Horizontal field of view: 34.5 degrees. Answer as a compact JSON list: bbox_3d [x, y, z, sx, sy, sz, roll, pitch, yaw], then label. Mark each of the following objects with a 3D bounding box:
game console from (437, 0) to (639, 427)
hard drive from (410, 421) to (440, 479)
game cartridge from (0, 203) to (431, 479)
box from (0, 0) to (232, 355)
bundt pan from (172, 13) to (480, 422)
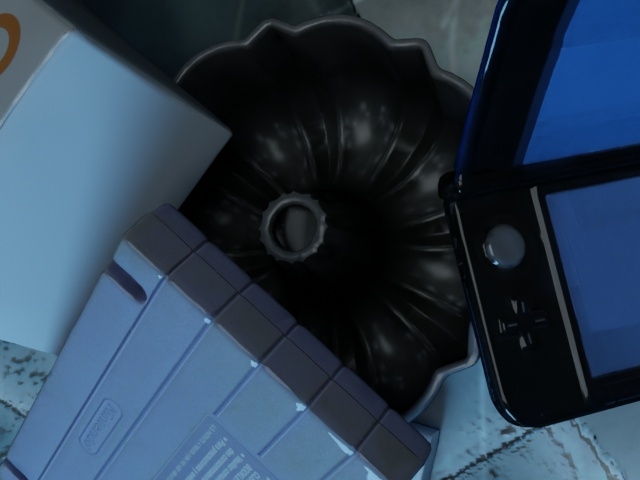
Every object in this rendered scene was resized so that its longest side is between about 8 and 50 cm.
[{"bbox_3d":[0.240,-0.036,0.637,0.293,0.173,0.250,-11,83,-15],"label":"game console"},{"bbox_3d":[-0.075,0.220,0.875,0.318,0.040,0.210,13,91,20],"label":"hard drive"},{"bbox_3d":[-0.095,0.156,0.724,0.230,0.068,0.355,40,135,1],"label":"game cartridge"},{"bbox_3d":[-0.268,-0.107,0.789,0.215,0.168,0.345,-53,52,6],"label":"box"},{"bbox_3d":[0.000,0.000,0.804,0.330,0.124,0.331,-4,79,19],"label":"bundt pan"}]
